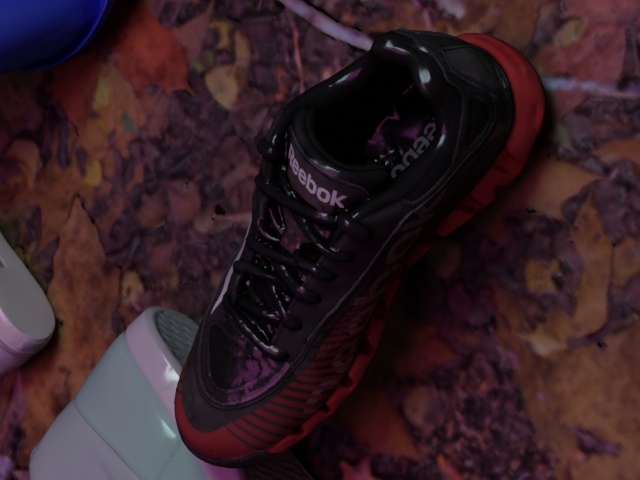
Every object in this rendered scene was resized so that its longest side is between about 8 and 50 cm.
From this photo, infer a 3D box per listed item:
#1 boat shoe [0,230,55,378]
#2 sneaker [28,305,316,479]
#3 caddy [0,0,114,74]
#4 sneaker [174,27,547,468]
[{"bbox_3d":[-0.237,0.006,1.262,0.063,0.066,0.184,-43,77,27],"label":"boat shoe"},{"bbox_3d":[-0.075,0.179,1.125,0.151,0.094,0.256,-47,56,20],"label":"sneaker"},{"bbox_3d":[-0.269,-0.224,1.209,0.341,0.179,0.241,24,127,32],"label":"caddy"},{"bbox_3d":[0.000,0.000,1.016,0.097,0.135,0.276,42,100,26],"label":"sneaker"}]
